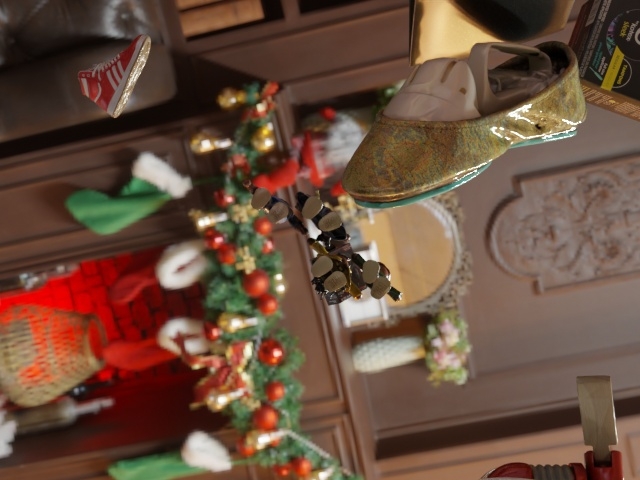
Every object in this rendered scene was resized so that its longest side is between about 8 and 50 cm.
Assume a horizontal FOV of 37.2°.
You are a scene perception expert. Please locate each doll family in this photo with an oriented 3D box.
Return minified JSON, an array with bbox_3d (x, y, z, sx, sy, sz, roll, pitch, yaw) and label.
[{"bbox_3d":[0.000,0.000,0.961,0.193,0.076,0.111,53,7,1],"label":"doll family"}]

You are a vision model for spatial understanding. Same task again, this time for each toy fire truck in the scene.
[{"bbox_3d":[0.305,0.306,1.219,0.158,0.217,0.246,89,2,-72],"label":"toy fire truck"}]

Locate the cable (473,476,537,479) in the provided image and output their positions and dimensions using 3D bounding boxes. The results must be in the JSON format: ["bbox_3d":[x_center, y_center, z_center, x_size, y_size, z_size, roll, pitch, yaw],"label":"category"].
[{"bbox_3d":[0.147,0.312,0.745,0.257,0.257,0.089,-50,141,-19],"label":"cable"}]

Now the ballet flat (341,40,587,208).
[{"bbox_3d":[0.141,-0.127,0.907,0.348,0.123,0.123,-22,103,-42],"label":"ballet flat"}]

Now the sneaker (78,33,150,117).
[{"bbox_3d":[-0.262,-0.220,1.200,0.118,0.067,0.042,-58,178,26],"label":"sneaker"}]

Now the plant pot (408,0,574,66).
[{"bbox_3d":[0.178,-0.304,0.980,0.187,0.166,0.188,86,6,-68],"label":"plant pot"}]

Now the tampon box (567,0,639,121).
[{"bbox_3d":[0.390,-0.220,1.165,0.101,0.161,0.120,-156,-95,-88],"label":"tampon box"}]

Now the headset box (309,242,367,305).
[{"bbox_3d":[0.026,0.046,1.415,0.062,0.032,0.083,-25,97,-38],"label":"headset box"}]
